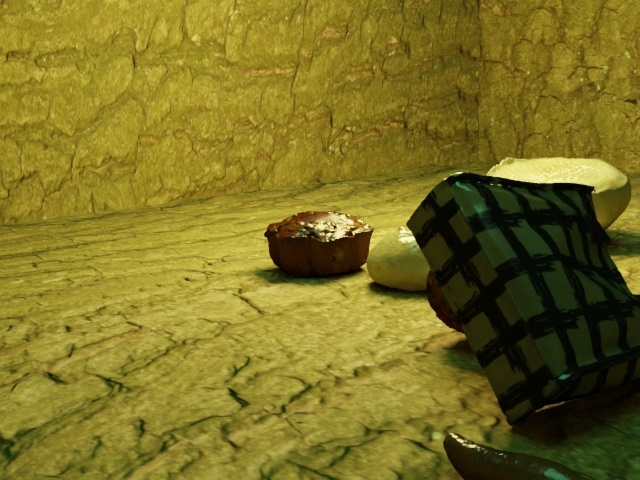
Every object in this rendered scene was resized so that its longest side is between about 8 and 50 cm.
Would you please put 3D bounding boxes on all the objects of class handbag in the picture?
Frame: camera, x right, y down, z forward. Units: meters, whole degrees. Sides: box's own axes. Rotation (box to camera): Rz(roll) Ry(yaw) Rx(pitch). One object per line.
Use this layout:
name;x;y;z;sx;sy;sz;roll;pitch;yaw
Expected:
handbag;0.325;0.064;1.202;0.327;0.325;0.162;-6;-31;-35

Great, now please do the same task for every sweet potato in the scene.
sweet potato;0.233;0.255;0.884;0.255;0.058;0.078;10;-5;32

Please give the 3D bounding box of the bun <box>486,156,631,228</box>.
bun;0.610;-0.094;2.227;0.364;0.202;0.364;-2;18;1

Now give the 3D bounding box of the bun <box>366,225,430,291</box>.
bun;0.209;0.031;1.833;0.222;0.127;0.222;-4;10;1

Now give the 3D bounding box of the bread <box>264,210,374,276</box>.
bread;-0.004;0.003;1.986;0.247;0.135;0.232;-3;12;-11

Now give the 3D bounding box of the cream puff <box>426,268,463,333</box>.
cream puff;0.303;0.076;1.435;0.240;0.164;0.240;-17;37;13
